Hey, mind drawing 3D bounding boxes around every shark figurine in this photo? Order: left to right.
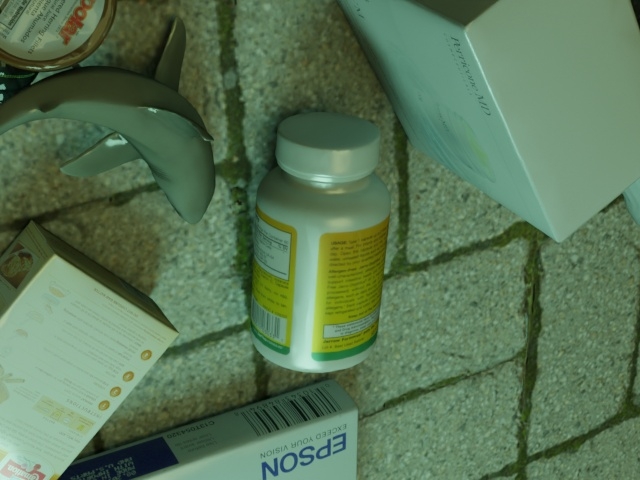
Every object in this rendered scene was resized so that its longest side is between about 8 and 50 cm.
[{"bbox_3d":[-0.142,-0.080,0.786,0.278,0.116,0.166,-1,113,-54],"label":"shark figurine"}]

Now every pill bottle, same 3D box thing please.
[{"bbox_3d":[0.000,0.000,0.952,0.117,0.117,0.208,-11,120,-27],"label":"pill bottle"}]

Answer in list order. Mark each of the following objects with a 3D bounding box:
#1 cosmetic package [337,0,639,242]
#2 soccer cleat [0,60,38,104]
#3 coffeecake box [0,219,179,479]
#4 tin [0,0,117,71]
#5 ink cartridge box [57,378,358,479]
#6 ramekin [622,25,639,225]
[{"bbox_3d":[0.141,-0.154,0.888,0.138,0.225,0.224,-39,128,-8],"label":"cosmetic package"},{"bbox_3d":[-0.189,-0.162,0.776,0.072,0.060,0.179,23,102,-9],"label":"soccer cleat"},{"bbox_3d":[-0.233,0.101,0.891,0.185,0.068,0.142,-50,130,0],"label":"coffeecake box"},{"bbox_3d":[-0.223,-0.188,0.719,0.190,0.040,0.106,33,96,-16],"label":"tin"},{"bbox_3d":[-0.114,0.328,1.090,0.324,0.071,0.330,-15,120,-25],"label":"ink cartridge box"},{"bbox_3d":[0.368,-0.148,1.003,0.277,0.277,0.135,-41,99,-7],"label":"ramekin"}]
